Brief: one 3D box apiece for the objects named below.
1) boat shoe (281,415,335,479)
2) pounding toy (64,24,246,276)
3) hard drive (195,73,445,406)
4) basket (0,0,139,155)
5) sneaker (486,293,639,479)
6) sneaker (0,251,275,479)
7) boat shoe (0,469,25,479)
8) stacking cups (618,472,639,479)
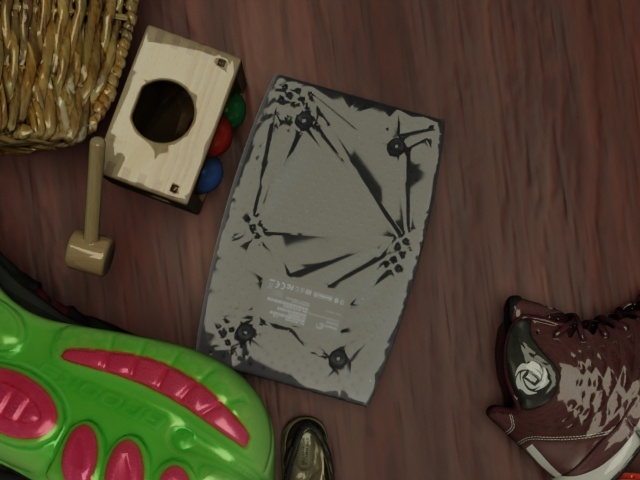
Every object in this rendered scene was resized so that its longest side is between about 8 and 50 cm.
[{"bbox_3d":[-0.012,0.229,1.178,0.056,0.049,0.152,-7,88,-1],"label":"boat shoe"},{"bbox_3d":[-0.131,-0.060,1.125,0.094,0.181,0.206,20,87,0],"label":"pounding toy"},{"bbox_3d":[0.000,0.000,1.187,0.172,0.054,0.255,15,87,0],"label":"hard drive"},{"bbox_3d":[-0.290,-0.224,1.176,0.213,0.223,0.299,3,87,-34],"label":"basket"},{"bbox_3d":[0.247,0.070,1.164,0.162,0.106,0.281,38,88,4],"label":"sneaker"},{"bbox_3d":[-0.251,0.111,1.116,0.482,0.202,0.185,30,72,18],"label":"sneaker"},{"bbox_3d":[-0.263,0.240,1.150,0.302,0.114,0.091,14,86,12],"label":"boat shoe"},{"bbox_3d":[0.242,0.349,1.120,0.096,0.096,0.316,10,71,0],"label":"stacking cups"}]
